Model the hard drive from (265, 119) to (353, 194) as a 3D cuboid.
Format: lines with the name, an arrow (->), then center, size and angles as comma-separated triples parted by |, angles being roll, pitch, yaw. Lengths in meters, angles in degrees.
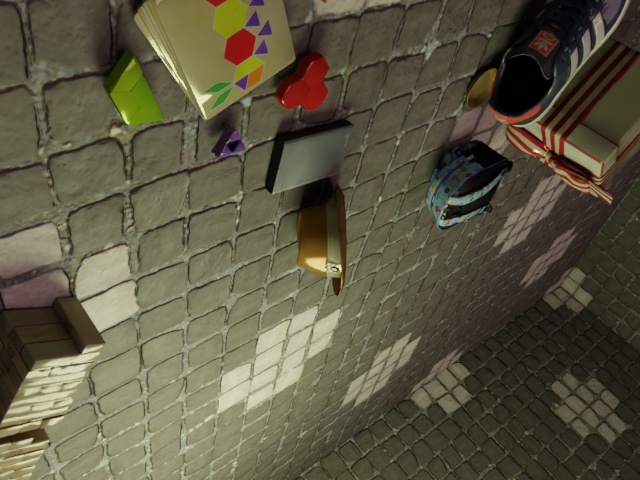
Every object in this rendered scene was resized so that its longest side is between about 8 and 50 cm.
hard drive -> -0.016, -0.126, 0.883 | 0.135, 0.022, 0.094 | -22, 145, -37

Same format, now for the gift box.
gift box -> 0.578, -0.245, 1.272 | 0.258, 0.255, 0.276 | -49, 149, 4

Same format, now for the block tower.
block tower -> -0.405, 0.227, 0.772 | 0.097, 0.091, 0.336 | 4, 125, -56

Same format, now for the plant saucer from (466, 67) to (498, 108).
plant saucer -> 0.295, -0.283, 1.092 | 0.083, 0.015, 0.083 | -33, 150, -22

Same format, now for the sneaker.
sneaker -> 0.404, -0.349, 1.006 | 0.148, 0.131, 0.350 | -18, 139, -51

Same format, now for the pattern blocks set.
pattern blocks set -> -0.100, -0.221, 0.634 | 0.285, 0.026, 0.325 | -34, 151, -20

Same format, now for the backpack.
backpack -> 0.280, -0.108, 1.202 | 0.173, 0.117, 0.158 | -28, 149, -30

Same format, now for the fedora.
fedora -> 0.000, 0.000, 0.979 | 0.079, 0.194, 0.194 | 0, 143, -2
